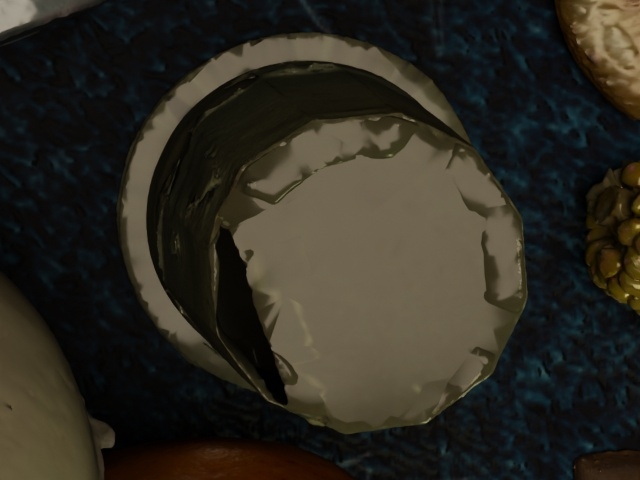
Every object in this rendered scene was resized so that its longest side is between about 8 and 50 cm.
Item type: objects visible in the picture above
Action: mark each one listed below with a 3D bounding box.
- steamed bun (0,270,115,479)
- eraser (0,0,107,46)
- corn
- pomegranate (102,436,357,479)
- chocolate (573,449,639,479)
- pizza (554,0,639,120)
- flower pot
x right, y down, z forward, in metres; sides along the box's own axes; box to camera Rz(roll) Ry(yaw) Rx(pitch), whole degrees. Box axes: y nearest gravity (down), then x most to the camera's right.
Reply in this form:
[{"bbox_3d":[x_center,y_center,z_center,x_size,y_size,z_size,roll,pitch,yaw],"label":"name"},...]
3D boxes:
[{"bbox_3d":[-0.286,0.128,0.547,0.374,0.374,0.241,-44,128,-1],"label":"steamed bun"},{"bbox_3d":[-0.226,-0.194,0.662,0.174,0.081,0.227,-23,101,-8],"label":"eraser"},{"bbox_3d":[0.280,0.050,0.780,0.292,0.101,0.101,32,92,-16],"label":"corn"},{"bbox_3d":[-0.071,0.227,0.670,0.264,0.264,0.264,-1,99,-9],"label":"pomegranate"},{"bbox_3d":[0.184,0.179,0.815,0.064,0.031,0.100,4,97,-15],"label":"chocolate"},{"bbox_3d":[0.254,-0.183,0.766,0.262,0.034,0.181,-17,101,-4],"label":"pizza"},{"bbox_3d":[0.000,0.000,0.673,0.212,0.202,0.212,-1,98,-5],"label":"flower pot"}]
